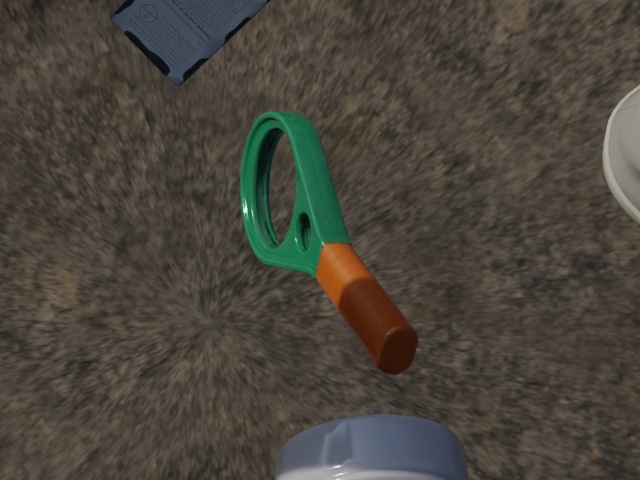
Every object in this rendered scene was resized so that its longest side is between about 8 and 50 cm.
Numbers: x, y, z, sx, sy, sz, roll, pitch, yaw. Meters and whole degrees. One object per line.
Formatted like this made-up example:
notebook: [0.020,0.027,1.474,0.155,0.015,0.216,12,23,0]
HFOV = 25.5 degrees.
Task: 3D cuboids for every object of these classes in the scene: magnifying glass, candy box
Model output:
magnifying glass: [0.000,0.000,0.804,0.026,0.231,0.092,2,118,-23]
candy box: [-0.037,-0.217,0.977,0.070,0.165,0.196,44,116,-12]

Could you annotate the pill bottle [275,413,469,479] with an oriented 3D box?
pill bottle: [0.027,0.171,0.568,0.112,0.112,0.186,-1,57,-5]

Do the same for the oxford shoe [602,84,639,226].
oxford shoe: [0.393,0.006,0.881,0.449,0.130,0.169,25,76,8]
